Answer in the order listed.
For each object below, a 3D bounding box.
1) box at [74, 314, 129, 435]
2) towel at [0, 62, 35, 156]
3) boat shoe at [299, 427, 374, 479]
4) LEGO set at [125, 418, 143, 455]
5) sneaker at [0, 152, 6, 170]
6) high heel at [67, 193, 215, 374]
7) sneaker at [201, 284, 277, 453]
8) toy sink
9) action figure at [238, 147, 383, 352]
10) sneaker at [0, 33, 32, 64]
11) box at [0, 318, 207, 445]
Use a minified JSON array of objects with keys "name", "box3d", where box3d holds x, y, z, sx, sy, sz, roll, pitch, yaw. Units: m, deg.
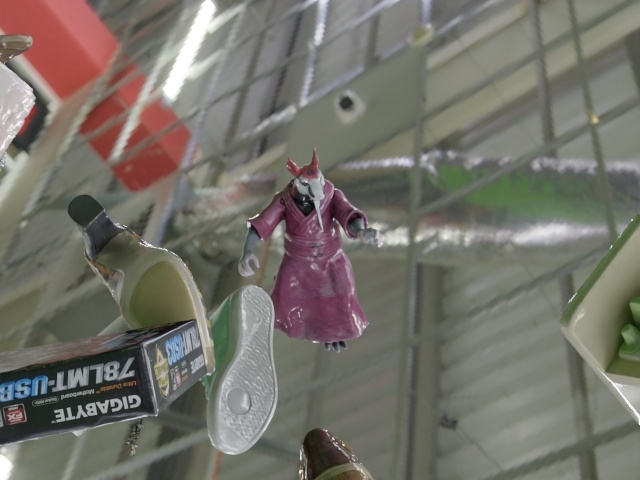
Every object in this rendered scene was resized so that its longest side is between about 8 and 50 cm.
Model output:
[{"name":"box","box3d":[-0.367,0.218,2.102,0.275,0.094,0.113,-39,-158,15]},{"name":"towel","box3d":[-0.490,-0.107,1.186,0.053,0.317,0.332,7,-117,49]},{"name":"boat shoe","box3d":[0.029,0.366,1.622,0.123,0.342,0.123,-27,-126,-6]},{"name":"LEGO set","box3d":[-0.290,0.301,1.809,0.083,0.023,0.054,124,-25,-84]},{"name":"sneaker","box3d":[-0.564,-0.127,1.701,0.146,0.102,0.293,-53,-132,5]},{"name":"high heel","box3d":[-0.193,0.070,1.384,0.093,0.261,0.186,-37,163,-10]},{"name":"sneaker","box3d":[-0.136,0.201,1.640,0.151,0.094,0.256,-38,-145,41]},{"name":"toy sink","box3d":[0.356,0.101,1.048,0.153,0.234,0.131,-49,-159,-19]},{"name":"action figure","box3d":[0.000,0.000,2.063,0.248,0.370,0.275,3,-152,9]},{"name":"sneaker","box3d":[-0.564,-0.296,1.934,0.188,0.071,0.066,-14,-170,-30]},{"name":"box","box3d":[-0.275,0.141,1.125,0.293,0.073,0.295,-9,-179,2]}]
